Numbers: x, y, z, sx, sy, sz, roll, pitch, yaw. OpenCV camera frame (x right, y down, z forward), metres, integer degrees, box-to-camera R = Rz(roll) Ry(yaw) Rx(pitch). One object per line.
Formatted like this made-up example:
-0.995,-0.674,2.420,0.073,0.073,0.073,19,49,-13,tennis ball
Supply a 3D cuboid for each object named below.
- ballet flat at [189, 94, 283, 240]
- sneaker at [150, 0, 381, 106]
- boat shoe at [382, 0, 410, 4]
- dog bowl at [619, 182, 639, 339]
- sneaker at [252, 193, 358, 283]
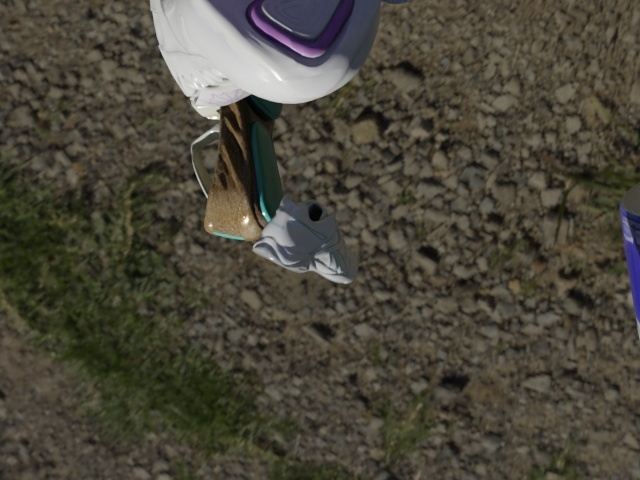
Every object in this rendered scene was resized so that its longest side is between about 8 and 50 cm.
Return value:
-0.113,-0.152,1.408,0.124,0.342,0.116,-11,154,21,ballet flat
-0.038,-0.136,0.648,0.114,0.305,0.152,-8,122,-14,sneaker
0.076,-0.174,0.335,0.095,0.084,0.258,60,154,4,boat shoe
0.320,0.002,0.637,0.265,0.265,0.104,-9,100,26,dog bowl
0.000,0.000,0.927,0.054,0.152,0.061,24,93,26,sneaker
